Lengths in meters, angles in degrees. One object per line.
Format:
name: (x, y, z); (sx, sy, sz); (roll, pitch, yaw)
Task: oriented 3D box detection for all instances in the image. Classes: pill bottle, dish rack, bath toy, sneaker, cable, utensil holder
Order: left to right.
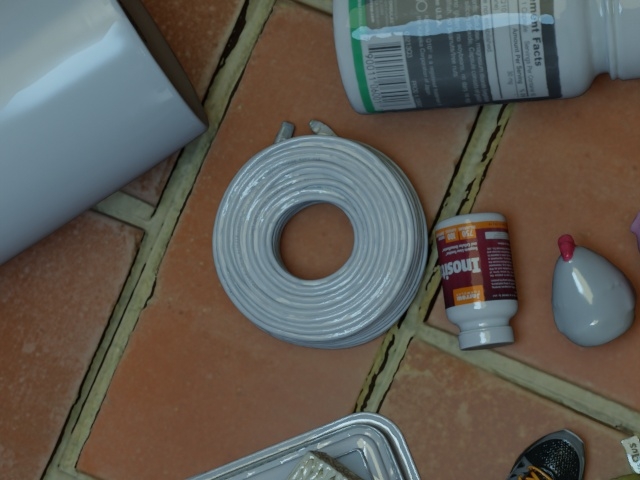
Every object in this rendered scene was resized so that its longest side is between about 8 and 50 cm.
utensil holder: (-0.371, -0.159, 1.831); (0.385, 0.327, 0.327); (-32, 77, 3)
dish rack: (-0.026, 0.376, 1.808); (0.333, 0.072, 0.285); (-23, 77, 7)
cable: (0.000, 0.000, 1.844); (0.257, 0.089, 0.257); (30, 89, 14)
pill bottle: (0.184, 0.048, 1.801); (0.086, 0.086, 0.152); (-9, 80, 10)
pill bottle: (0.206, -0.257, 1.781); (0.361, 0.204, 0.204); (-4, 81, 11)
sneaker: (0.227, 0.306, 1.757); (0.084, 0.083, 0.215); (36, 86, 17)
bath toy: (0.414, 0.002, 1.737); (0.348, 0.151, 0.129); (-23, 98, 15)

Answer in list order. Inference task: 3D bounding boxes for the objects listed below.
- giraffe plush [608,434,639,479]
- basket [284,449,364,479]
giraffe plush: (0.383, 0.306, 1.680); (0.181, 0.170, 0.210); (-37, 77, 5)
basket: (-0.011, 0.323, 1.719); (0.103, 0.113, 0.167); (36, 89, 16)
